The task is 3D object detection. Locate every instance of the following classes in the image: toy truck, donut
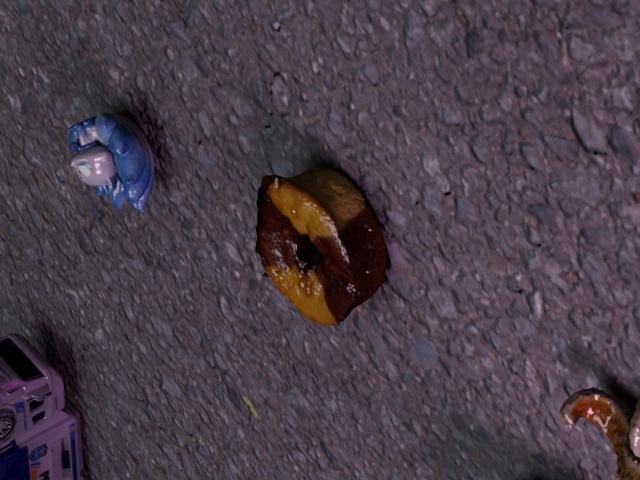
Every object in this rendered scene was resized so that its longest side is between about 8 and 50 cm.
[{"bbox_3d":[-0.375,0.235,2.318,0.124,0.155,0.268,41,144,32],"label":"toy truck"},{"bbox_3d":[0.000,0.000,1.566,0.140,0.059,0.140,39,145,35],"label":"donut"}]

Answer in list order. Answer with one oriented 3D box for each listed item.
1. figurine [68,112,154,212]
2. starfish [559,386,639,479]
[{"bbox_3d":[-0.199,-0.071,1.809,0.114,0.079,0.114,31,136,36],"label":"figurine"},{"bbox_3d":[0.265,0.223,1.286,0.312,0.113,0.303,46,149,20],"label":"starfish"}]
